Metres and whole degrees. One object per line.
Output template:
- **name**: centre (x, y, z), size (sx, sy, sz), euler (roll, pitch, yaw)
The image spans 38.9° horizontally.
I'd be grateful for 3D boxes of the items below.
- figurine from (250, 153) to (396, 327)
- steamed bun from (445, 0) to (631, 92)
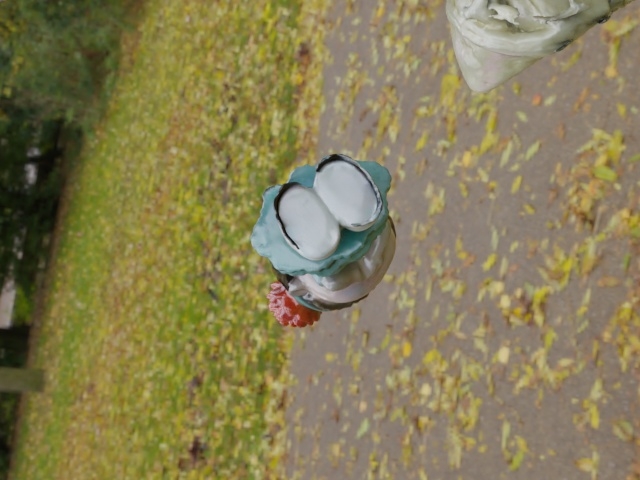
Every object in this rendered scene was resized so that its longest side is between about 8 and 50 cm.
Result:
- **figurine**: centre (0.000, 0.000, 0.748), size (0.110, 0.138, 0.245), euler (54, 176, 12)
- **steamed bun**: centre (0.259, -0.335, 1.132), size (0.207, 0.268, 0.280), euler (56, 169, -2)
